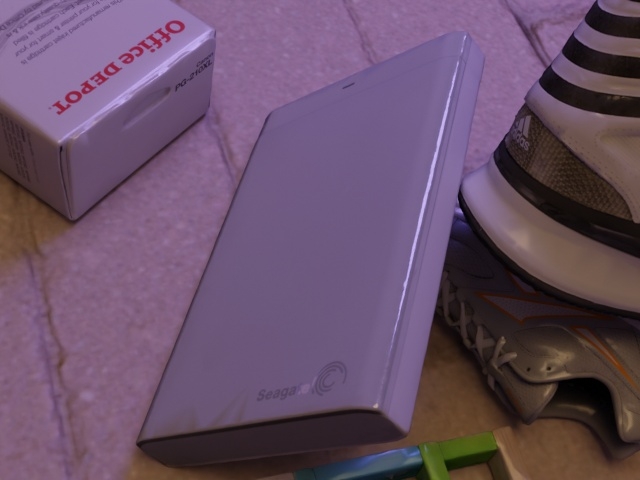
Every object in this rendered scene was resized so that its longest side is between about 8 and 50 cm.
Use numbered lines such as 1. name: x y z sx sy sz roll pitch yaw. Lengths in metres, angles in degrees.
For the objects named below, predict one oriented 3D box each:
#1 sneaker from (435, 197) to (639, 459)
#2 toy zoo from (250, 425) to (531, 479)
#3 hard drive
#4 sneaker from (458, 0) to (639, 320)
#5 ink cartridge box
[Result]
1. sneaker: 0.139 0.062 0.657 0.262 0.099 0.121 25 59 8
2. toy zoo: 0.015 0.233 0.553 0.293 0.030 0.192 -9 58 -16
3. hard drive: 0.000 0.000 0.625 0.040 0.203 0.308 44 46 -31
4. sneaker: 0.337 -0.055 0.610 0.447 0.258 0.169 12 33 -27
5. ink cartridge box: -0.227 -0.152 0.729 0.237 0.100 0.172 34 57 14
